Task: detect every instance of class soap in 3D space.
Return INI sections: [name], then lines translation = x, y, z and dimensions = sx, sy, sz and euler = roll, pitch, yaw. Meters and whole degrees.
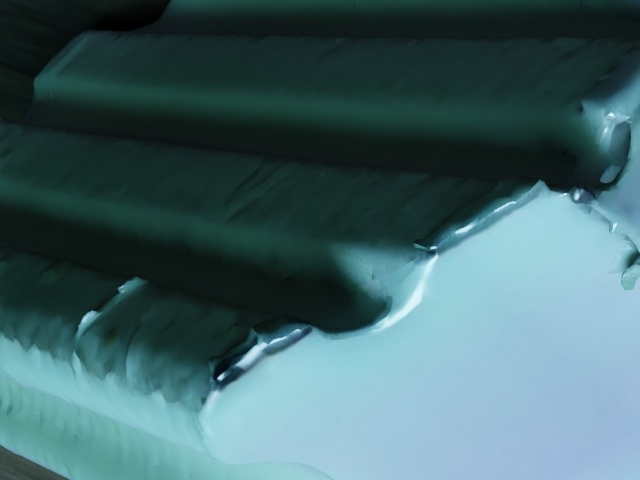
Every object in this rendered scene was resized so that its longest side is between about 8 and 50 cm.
[soap]
translation = 0.000, 0.000, 0.727
dimensions = 0.446, 0.261, 0.156
euler = 8, 140, 56
